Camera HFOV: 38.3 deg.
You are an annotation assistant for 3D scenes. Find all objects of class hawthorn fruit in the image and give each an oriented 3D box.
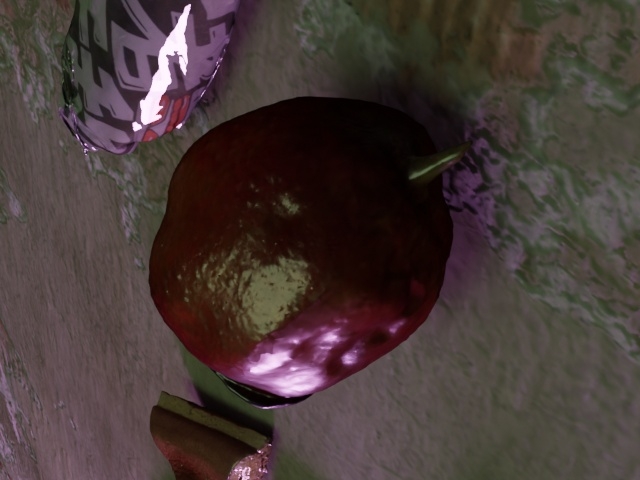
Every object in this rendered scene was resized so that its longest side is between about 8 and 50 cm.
[{"bbox_3d":[0.000,0.000,0.583,0.251,0.189,0.190,-29,88,51],"label":"hawthorn fruit"}]

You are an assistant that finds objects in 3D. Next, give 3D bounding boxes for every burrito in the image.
[{"bbox_3d":[-0.128,-0.184,0.699,0.139,0.101,0.445,48,143,13],"label":"burrito"}]

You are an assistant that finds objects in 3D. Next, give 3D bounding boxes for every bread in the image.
[{"bbox_3d":[-0.117,0.241,1.012,0.192,0.067,0.119,15,117,48],"label":"bread"}]
